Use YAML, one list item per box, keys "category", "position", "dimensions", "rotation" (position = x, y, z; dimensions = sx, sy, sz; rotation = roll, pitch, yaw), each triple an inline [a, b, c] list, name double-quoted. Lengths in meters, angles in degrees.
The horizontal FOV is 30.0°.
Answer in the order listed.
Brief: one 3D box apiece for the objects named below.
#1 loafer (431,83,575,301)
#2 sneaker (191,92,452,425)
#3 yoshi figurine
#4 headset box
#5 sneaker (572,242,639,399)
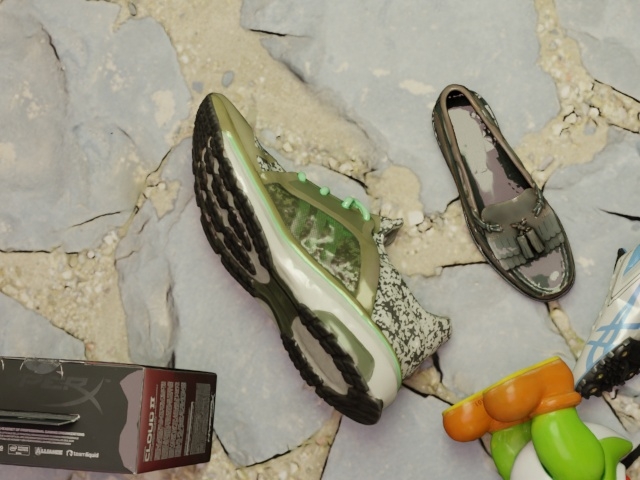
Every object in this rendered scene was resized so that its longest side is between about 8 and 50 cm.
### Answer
- category: "loafer"
  position: [0.196, -0.053, 1.326]
  dimensions: [0.096, 0.084, 0.267]
  rotation: [-29, 78, 6]
- category: "sneaker"
  position: [0.000, 0.000, 1.349]
  dimensions: [0.182, 0.158, 0.410]
  rotation: [-29, 82, -29]
- category: "yoshi figurine"
  position: [0.243, 0.319, 1.225]
  dimensions: [0.203, 0.203, 0.362]
  rotation: [-31, 80, 22]
- category: "headset box"
  position: [-0.255, 0.184, 1.275]
  dimensions: [0.218, 0.293, 0.110]
  rotation: [2, 83, 10]
- category: "sneaker"
  position: [0.340, 0.065, 1.293]
  dimensions: [0.086, 0.085, 0.237]
  rotation: [36, 95, 42]
